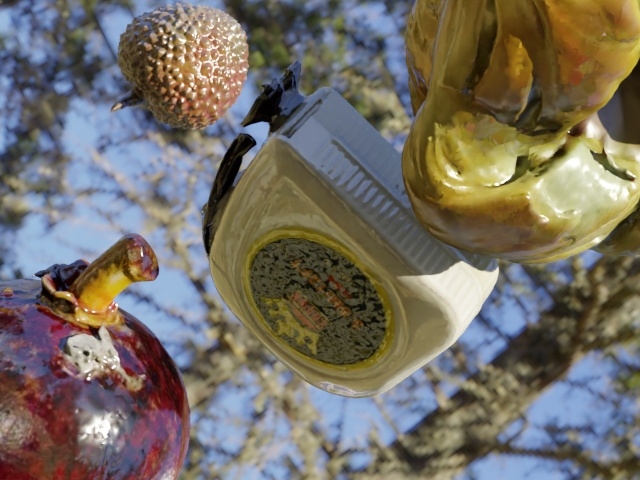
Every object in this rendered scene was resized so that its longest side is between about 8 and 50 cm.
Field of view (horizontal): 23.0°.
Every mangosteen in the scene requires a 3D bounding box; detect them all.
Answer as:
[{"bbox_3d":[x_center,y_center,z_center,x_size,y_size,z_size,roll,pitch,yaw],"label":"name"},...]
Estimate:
[{"bbox_3d":[-0.199,0.103,1.191,0.235,0.235,0.261,34,-73,31],"label":"mangosteen"}]

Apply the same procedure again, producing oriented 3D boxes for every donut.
[{"bbox_3d":[0.224,-0.122,1.192,0.360,0.360,0.170,101,-17,-47],"label":"donut"}]

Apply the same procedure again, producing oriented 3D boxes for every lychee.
[{"bbox_3d":[-0.177,-0.210,1.941,0.165,0.197,0.165,50,-9,11],"label":"lychee"}]

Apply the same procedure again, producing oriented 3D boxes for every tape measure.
[{"bbox_3d":[0.000,0.000,1.395,0.271,0.133,0.231,44,-43,-7],"label":"tape measure"}]
